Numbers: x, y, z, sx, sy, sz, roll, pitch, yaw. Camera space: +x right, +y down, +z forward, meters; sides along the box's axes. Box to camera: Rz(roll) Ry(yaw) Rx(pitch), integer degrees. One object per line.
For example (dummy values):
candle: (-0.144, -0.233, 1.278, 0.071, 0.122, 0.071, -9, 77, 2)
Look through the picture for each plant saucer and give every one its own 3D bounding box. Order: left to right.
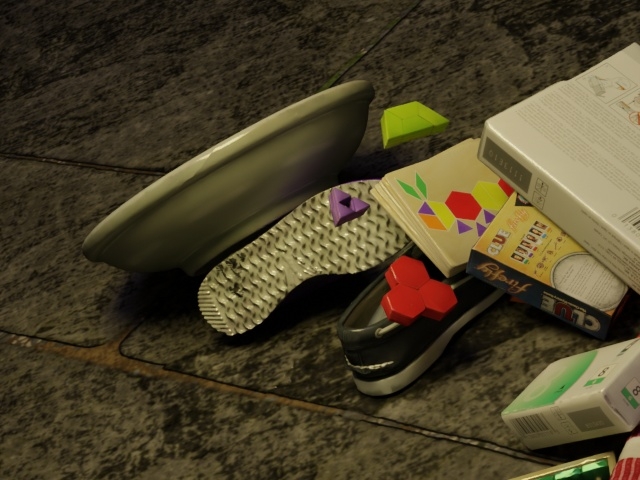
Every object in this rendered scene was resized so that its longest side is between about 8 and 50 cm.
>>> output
plant saucer: (-0.091, -0.050, 2.264, 0.400, 0.101, 0.400, -30, -4, -2)

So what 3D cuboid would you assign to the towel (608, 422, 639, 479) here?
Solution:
towel: (0.378, 0.161, 1.649, 0.237, 0.037, 0.329, -12, 13, 22)

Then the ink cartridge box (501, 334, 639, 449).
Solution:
ink cartridge box: (0.298, 0.105, 1.811, 0.224, 0.056, 0.181, -44, 8, -27)

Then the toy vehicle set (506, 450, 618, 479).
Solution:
toy vehicle set: (0.152, 0.290, 1.711, 0.266, 0.035, 0.166, -18, 30, 12)

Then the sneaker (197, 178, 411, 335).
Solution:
sneaker: (-0.001, -0.001, 2.180, 0.293, 0.102, 0.146, -27, 4, 24)

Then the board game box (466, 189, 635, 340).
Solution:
board game box: (0.284, -0.018, 2.021, 0.165, 0.042, 0.243, 27, 51, 17)

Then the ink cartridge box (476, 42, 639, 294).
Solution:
ink cartridge box: (0.345, -0.077, 2.012, 0.239, 0.060, 0.275, -28, 56, -32)

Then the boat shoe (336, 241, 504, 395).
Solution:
boat shoe: (0.128, 0.041, 2.065, 0.114, 0.091, 0.302, 4, 40, 40)

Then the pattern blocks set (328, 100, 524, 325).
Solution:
pattern blocks set: (0.159, -0.038, 2.065, 0.324, 0.026, 0.285, -12, 58, -29)
